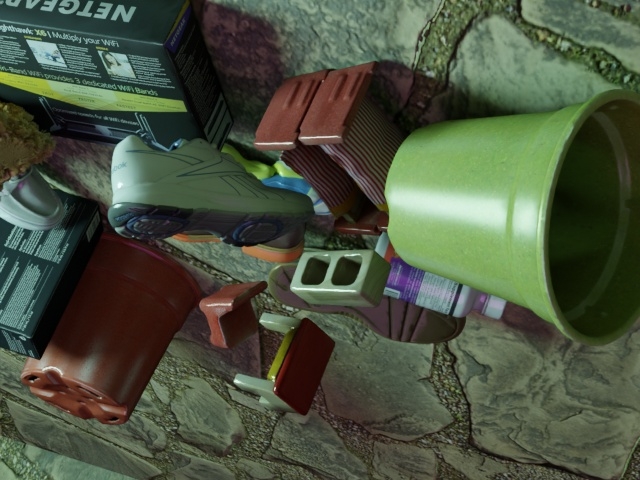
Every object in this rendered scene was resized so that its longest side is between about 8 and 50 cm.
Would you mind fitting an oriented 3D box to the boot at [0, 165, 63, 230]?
[{"bbox_3d":[-0.488,-0.115,1.749,0.258,0.095,0.123,40,146,-23],"label":"boot"}]

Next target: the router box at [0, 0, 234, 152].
[{"bbox_3d":[-0.289,-0.220,1.452,0.309,0.081,0.243,11,151,17],"label":"router box"}]

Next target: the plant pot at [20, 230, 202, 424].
[{"bbox_3d":[-0.383,0.165,2.001,0.272,0.265,0.272,16,151,9],"label":"plant pot"}]

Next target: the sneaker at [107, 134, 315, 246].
[{"bbox_3d":[-0.131,-0.068,1.437,0.297,0.129,0.111,8,152,-39],"label":"sneaker"}]

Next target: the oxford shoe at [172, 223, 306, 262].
[{"bbox_3d":[-0.150,-0.052,1.670,0.271,0.097,0.098,12,134,2],"label":"oxford shoe"}]

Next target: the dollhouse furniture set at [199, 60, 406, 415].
[{"bbox_3d":[0.000,0.000,1.345,0.152,0.374,0.201,-1,147,42],"label":"dollhouse furniture set"}]

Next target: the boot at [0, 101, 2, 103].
[{"bbox_3d":[-0.513,-0.173,1.585,0.112,0.115,0.305,31,129,-2],"label":"boot"}]

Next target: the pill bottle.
[{"bbox_3d":[0.170,0.045,1.587,0.193,0.108,0.108,17,152,5],"label":"pill bottle"}]

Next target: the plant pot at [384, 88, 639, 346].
[{"bbox_3d":[0.222,-0.039,1.282,0.254,0.276,0.276,11,153,43],"label":"plant pot"}]

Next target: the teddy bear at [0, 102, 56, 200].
[{"bbox_3d":[-0.527,-0.091,1.534,0.245,0.113,0.338,21,128,-39],"label":"teddy bear"}]

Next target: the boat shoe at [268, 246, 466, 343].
[{"bbox_3d":[0.075,0.072,1.717,0.302,0.098,0.109,13,120,6],"label":"boat shoe"}]

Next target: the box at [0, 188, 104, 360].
[{"bbox_3d":[-0.494,0.039,1.856,0.184,0.261,0.103,19,152,5],"label":"box"}]

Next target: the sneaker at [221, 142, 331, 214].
[{"bbox_3d":[-0.097,-0.054,1.570,0.240,0.126,0.091,17,152,7],"label":"sneaker"}]
